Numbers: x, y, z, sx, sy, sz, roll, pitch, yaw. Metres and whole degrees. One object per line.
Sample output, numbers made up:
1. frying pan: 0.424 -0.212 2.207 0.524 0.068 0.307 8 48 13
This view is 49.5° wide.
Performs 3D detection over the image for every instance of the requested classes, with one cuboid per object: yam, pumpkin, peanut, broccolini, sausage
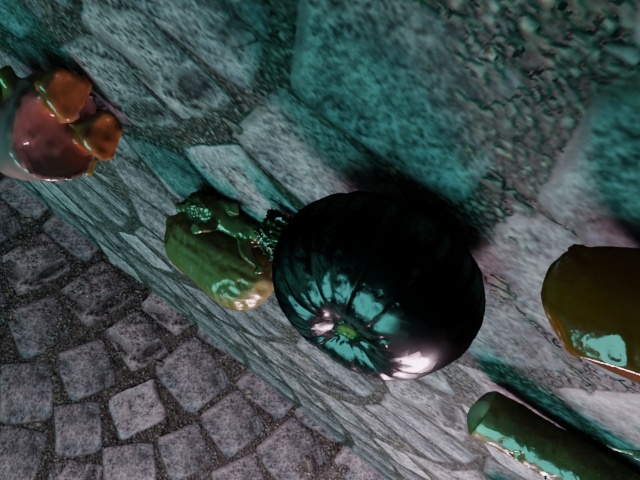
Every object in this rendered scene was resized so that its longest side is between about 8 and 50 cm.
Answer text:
1. yam: 0.332 0.288 0.802 0.357 0.081 0.081 30 160 22
2. pumpkin: 0.053 0.041 0.644 0.202 0.140 0.202 24 145 18
3. peanut: -0.159 0.024 1.066 0.236 0.120 0.110 33 133 37
4. broccolini: -0.005 0.012 0.812 0.201 0.058 0.074 18 160 49
5. sausage: 0.228 0.061 0.439 0.179 0.089 0.089 22 158 17

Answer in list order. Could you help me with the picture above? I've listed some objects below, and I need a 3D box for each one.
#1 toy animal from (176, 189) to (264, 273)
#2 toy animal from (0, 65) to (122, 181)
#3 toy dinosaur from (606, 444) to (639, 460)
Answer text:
1. toy animal: -0.119 -0.015 0.965 0.220 0.069 0.086 37 -176 22
2. toy animal: -0.427 -0.166 1.022 0.281 0.169 0.195 18 150 46
3. toy dinosaur: 0.346 0.226 0.713 0.062 0.021 0.083 33 165 -27
